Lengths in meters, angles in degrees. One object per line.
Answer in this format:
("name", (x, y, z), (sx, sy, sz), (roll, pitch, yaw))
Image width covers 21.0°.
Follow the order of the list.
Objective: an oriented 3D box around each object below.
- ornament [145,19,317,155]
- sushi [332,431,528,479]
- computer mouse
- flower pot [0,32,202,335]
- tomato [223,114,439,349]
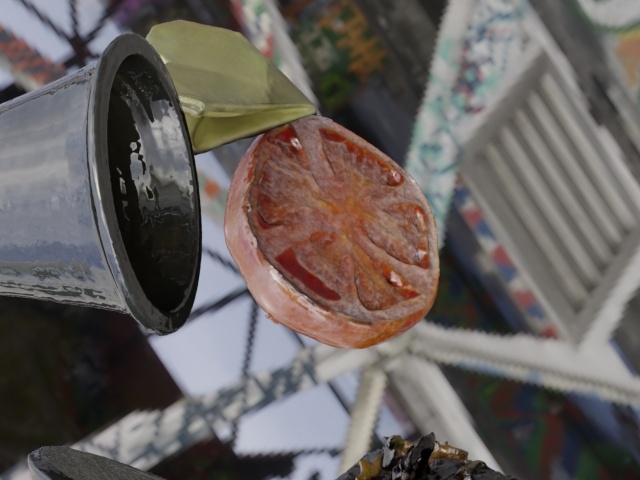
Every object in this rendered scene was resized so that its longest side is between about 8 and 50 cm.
("ornament", (-0.089, -0.144, 1.637), (0.201, 0.180, 0.059), (-77, -1, -61))
("sushi", (0.130, 0.314, 1.843), (0.348, 0.207, 0.234), (6, 126, 42))
("computer mouse", (-0.123, 0.242, 1.370), (0.264, 0.088, 0.147), (20, -174, -22))
("flower pot", (-0.194, -0.035, 1.339), (0.235, 0.148, 0.235), (-7, -90, -76))
("tomato", (0.000, 0.000, 1.641), (0.237, 0.236, 0.095), (56, 134, 8))
